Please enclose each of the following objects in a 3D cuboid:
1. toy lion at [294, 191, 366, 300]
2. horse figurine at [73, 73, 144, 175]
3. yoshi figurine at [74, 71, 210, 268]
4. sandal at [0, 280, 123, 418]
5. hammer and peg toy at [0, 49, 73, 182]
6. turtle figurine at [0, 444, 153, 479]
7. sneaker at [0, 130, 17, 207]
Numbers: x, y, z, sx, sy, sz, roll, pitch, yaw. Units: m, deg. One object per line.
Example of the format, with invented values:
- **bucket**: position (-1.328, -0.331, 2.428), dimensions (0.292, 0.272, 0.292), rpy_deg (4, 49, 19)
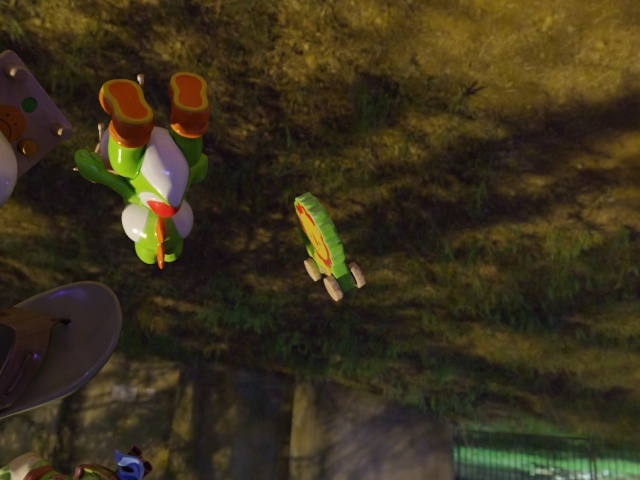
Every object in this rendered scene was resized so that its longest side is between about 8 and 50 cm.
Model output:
- **toy lion**: position (0.000, 0.000, 0.533), dimensions (0.034, 0.096, 0.100), rpy_deg (-28, -161, -10)
- **horse figurine**: position (-0.387, -0.198, 1.107), dimensions (0.066, 0.175, 0.263), rpy_deg (20, 123, -32)
- **yoshi figurine**: position (-0.282, -0.118, 0.991), dimensions (0.203, 0.203, 0.362), rpy_deg (24, 137, 5)
- **sandal**: position (-0.340, 0.128, 0.600), dimensions (0.302, 0.120, 0.086), rpy_deg (-25, 168, -39)
- **hammer and peg toy**: position (-0.779, -0.308, 1.366), dimensions (0.127, 0.266, 0.361), rpy_deg (26, 155, 33)
- **turtle figurine**: position (-0.374, 0.409, 0.812), dimensions (0.197, 0.275, 0.266), rpy_deg (27, 157, -39)
- **sneaker**: position (-0.369, -0.129, 0.477), dimensions (0.256, 0.094, 0.151), rpy_deg (44, -169, 26)
